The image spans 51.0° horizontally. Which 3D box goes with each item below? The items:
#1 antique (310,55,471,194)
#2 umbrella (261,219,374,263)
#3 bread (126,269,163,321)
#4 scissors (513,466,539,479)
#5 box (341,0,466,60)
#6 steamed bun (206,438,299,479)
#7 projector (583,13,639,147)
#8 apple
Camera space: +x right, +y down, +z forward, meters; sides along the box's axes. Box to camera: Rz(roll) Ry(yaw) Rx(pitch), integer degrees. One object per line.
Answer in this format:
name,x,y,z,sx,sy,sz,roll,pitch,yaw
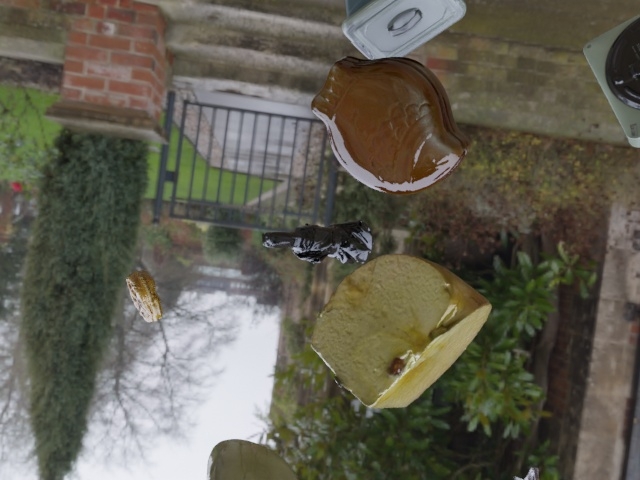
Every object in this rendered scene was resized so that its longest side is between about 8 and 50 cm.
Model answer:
antique,0.125,-0.204,1.166,0.278,0.223,0.129,32,-150,9
umbrella,0.000,0.000,1.569,0.118,0.118,0.340,8,-177,43
bread,-0.347,0.111,1.335,0.044,0.110,0.083,-25,-150,-26
scissors,0.473,0.566,1.561,0.015,0.100,0.189,16,172,5
box,0.164,-0.474,1.365,0.227,0.130,0.162,-29,142,29
steamed bun,-0.146,0.615,1.516,0.233,0.333,0.312,4,-152,-7
projector,0.682,-0.346,1.306,0.259,0.257,0.079,-27,149,24
apple,0.173,0.184,1.360,0.314,0.309,0.252,37,-172,-14
